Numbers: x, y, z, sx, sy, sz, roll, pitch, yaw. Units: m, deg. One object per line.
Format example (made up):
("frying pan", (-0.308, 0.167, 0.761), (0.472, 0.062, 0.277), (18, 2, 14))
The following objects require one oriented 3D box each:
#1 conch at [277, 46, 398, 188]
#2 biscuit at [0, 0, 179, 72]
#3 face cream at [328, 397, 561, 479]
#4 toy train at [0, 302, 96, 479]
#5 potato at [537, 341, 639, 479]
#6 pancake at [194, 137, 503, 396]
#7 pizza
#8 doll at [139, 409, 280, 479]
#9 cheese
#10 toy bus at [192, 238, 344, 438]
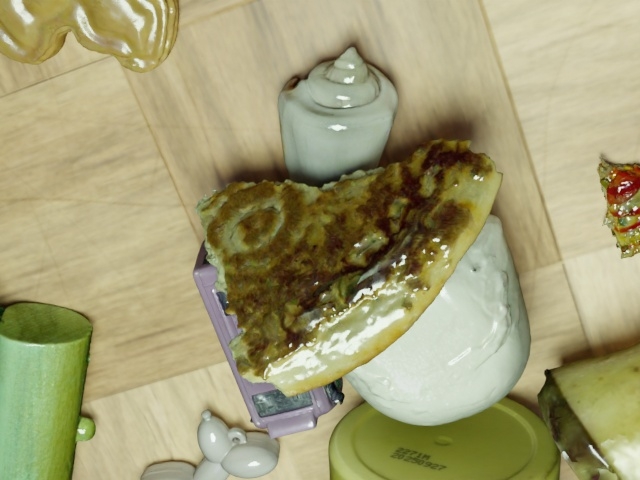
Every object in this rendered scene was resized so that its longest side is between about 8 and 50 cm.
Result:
("conch", (0.014, -0.096, 0.917), (0.104, 0.094, 0.176), (-1, 139, -8))
("biscuit", (-0.261, -0.302, 0.867), (0.269, 0.051, 0.376), (-35, 105, 18))
("face cream", (0.118, 0.268, 0.962), (0.218, 0.218, 0.179), (-1, 110, 6))
("toy train", (-0.334, 0.197, 1.026), (0.190, 0.126, 0.307), (13, 111, 0))
("potato", (0.355, 0.184, 0.919), (0.242, 0.242, 0.285), (-35, 100, 17))
("pancake", (0.000, 0.000, 0.857), (0.266, 0.244, 0.057), (-52, 144, -11))
("pizza", (0.300, -0.024, 0.932), (0.100, 0.029, 0.099), (8, 113, 2))
("doll", (-0.109, 0.259, 1.066), (0.160, 0.059, 0.161), (-30, 105, 15))
("cheese", (0.097, 0.078, 0.923), (0.198, 0.154, 0.189), (-23, 105, 7))
("toy bus", (-0.047, 0.086, 0.965), (0.096, 0.108, 0.198), (-16, 109, 11))
